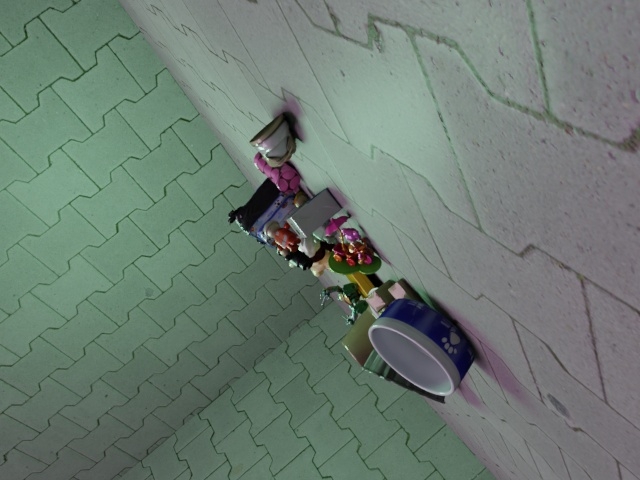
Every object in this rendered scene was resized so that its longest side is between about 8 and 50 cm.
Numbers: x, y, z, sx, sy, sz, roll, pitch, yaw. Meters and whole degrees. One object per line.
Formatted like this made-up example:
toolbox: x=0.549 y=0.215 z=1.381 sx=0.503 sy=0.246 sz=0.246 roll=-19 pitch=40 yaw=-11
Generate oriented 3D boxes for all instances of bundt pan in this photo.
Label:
bundt pan: x=0.321 y=0.478 z=2.101 sx=0.330 sy=0.124 sz=0.331 roll=22 pitch=172 yaw=3

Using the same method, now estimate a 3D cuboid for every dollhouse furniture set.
dollhouse furniture set: x=0.244 y=0.160 z=1.639 sx=0.144 sy=0.123 sz=0.151 roll=50 pitch=139 yaw=10

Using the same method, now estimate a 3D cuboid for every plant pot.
plant pot: x=0.217 y=0.401 z=2.323 sx=0.263 sy=0.229 sz=0.263 roll=49 pitch=174 yaw=7

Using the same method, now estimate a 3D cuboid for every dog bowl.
dog bowl: x=0.260 y=0.277 z=1.485 sx=0.264 sy=0.104 sz=0.265 roll=35 pitch=155 yaw=19

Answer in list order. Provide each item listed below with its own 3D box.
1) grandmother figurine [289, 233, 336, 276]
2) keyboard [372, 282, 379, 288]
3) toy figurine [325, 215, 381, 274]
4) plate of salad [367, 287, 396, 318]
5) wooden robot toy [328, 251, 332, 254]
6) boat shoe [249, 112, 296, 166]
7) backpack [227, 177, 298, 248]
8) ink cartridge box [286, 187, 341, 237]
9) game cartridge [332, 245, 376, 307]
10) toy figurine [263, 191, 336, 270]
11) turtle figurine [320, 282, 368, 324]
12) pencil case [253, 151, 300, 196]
grandmother figurine: x=-0.026 y=0.051 z=2.178 sx=0.104 sy=0.207 sz=0.342 roll=62 pitch=180 yaw=21
keyboard: x=0.252 y=0.235 z=2.053 sx=0.180 sy=0.023 sz=0.108 roll=53 pitch=179 yaw=-28
toy figurine: x=0.081 y=0.005 z=1.618 sx=0.173 sy=0.130 sz=0.159 roll=19 pitch=145 yaw=36
plate of salad: x=0.228 y=0.233 z=1.814 sx=0.199 sy=0.048 sz=0.200 roll=31 pitch=146 yaw=24
wooden robot toy: x=0.052 y=0.081 z=2.387 sx=0.079 sy=0.076 sz=0.173 roll=14 pitch=154 yaw=45
boat shoe: x=-0.110 y=-0.250 z=1.464 sx=0.103 sy=0.113 sz=0.302 roll=51 pitch=-175 yaw=-11
backpack: x=-0.152 y=-0.091 z=2.094 sx=0.213 sy=0.276 sz=0.263 roll=48 pitch=-175 yaw=21
ink cartridge box: x=-0.026 y=-0.077 z=1.705 sx=0.078 sy=0.134 sz=0.231 roll=51 pitch=175 yaw=-4
game cartridge: x=0.152 y=0.156 z=2.075 sx=0.285 sy=0.052 sz=0.324 roll=53 pitch=175 yaw=12
toy figurine: x=-0.068 y=-0.031 z=1.918 sx=0.148 sy=0.209 sz=0.213 roll=33 pitch=166 yaw=32
turtle figurine: x=0.092 y=0.213 z=2.072 sx=0.175 sy=0.118 sz=0.234 roll=40 pitch=162 yaw=-6
pencil case: x=-0.145 y=-0.230 z=1.907 sx=0.098 sy=0.095 sz=0.209 roll=36 pitch=-172 yaw=-41
